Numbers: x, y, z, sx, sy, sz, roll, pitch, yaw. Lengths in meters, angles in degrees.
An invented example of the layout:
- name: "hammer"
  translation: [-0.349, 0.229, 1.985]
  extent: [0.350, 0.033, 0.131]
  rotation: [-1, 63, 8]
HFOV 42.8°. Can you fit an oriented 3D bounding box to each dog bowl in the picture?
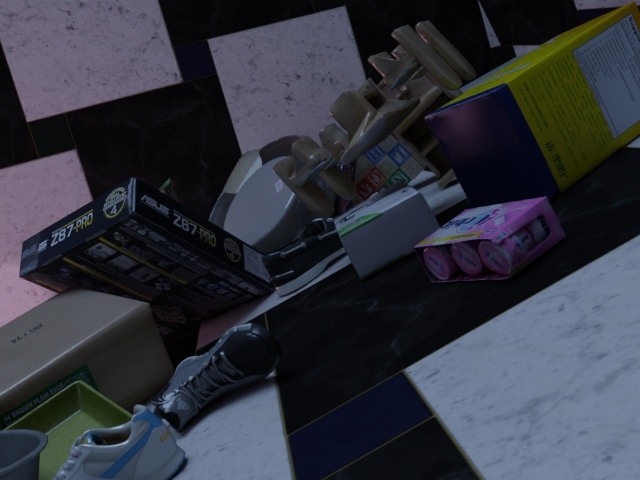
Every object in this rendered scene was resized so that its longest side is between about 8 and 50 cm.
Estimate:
- name: "dog bowl"
  translation: [-0.110, -0.069, 1.856]
  extent: [0.349, 0.102, 0.349]
  rotation: [-32, 39, 30]

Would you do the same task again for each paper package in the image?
- name: "paper package"
  translation: [-0.464, 0.233, 1.405]
  extent: [0.325, 0.168, 0.309]
  rotation: [-34, 24, -36]

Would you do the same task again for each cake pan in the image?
- name: "cake pan"
  translation: [-0.478, 0.304, 0.995]
  extent: [0.293, 0.054, 0.293]
  rotation: [-11, 4, 1]

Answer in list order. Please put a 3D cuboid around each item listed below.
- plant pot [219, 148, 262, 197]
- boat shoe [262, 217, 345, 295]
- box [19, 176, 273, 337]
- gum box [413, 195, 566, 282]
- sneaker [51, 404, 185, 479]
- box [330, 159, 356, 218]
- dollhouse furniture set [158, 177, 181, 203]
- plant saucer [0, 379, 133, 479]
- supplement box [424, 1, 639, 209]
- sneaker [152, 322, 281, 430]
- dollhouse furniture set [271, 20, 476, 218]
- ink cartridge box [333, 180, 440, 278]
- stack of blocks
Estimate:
- name: "plant pot"
  translation: [-0.173, -0.050, 2.113]
  extent: [0.256, 0.256, 0.274]
  rotation: [-18, 31, 48]
- name: "boat shoe"
  translation: [0.000, 0.000, 1.671]
  extent: [0.114, 0.091, 0.302]
  rotation: [-20, 13, 42]
- name: "box"
  translation: [-0.336, 0.054, 1.629]
  extent: [0.318, 0.395, 0.097]
  rotation: [-27, 53, 27]
- name: "gum box"
  translation: [0.224, 0.001, 1.088]
  extent: [0.107, 0.062, 0.188]
  rotation: [-33, 10, -24]
- name: "sneaker"
  translation: [-0.283, 0.286, 0.990]
  extent: [0.228, 0.092, 0.087]
  rotation: [-31, 11, -4]
- name: "box"
  translation: [0.010, -0.104, 1.895]
  extent: [0.159, 0.044, 0.233]
  rotation: [-20, 57, 48]
- name: "dollhouse furniture set"
  translation: [-0.382, 0.019, 2.050]
  extent: [0.151, 0.301, 0.197]
  rotation: [-26, 12, 2]
- name: "plant saucer"
  translation: [-0.370, 0.299, 1.166]
  extent: [0.188, 0.045, 0.188]
  rotation: [18, 42, 42]
- name: "supplement box"
  translation: [0.390, -0.219, 1.367]
  extent: [0.356, 0.194, 0.195]
  rotation: [-33, 10, -25]
- name: "sneaker"
  translation: [-0.154, 0.203, 1.125]
  extent: [0.228, 0.086, 0.132]
  rotation: [-34, 8, 41]
- name: "dollhouse furniture set"
  translation: [0.173, -0.211, 1.602]
  extent: [0.362, 0.256, 0.394]
  rotation: [-45, -3, 29]
- name: "ink cartridge box"
  translation: [0.113, -0.024, 1.462]
  extent: [0.160, 0.092, 0.219]
  rotation: [-29, 10, 2]
- name: "stack of blocks"
  translation: [0.131, -0.177, 1.972]
  extent: [0.297, 0.171, 0.087]
  rotation: [-45, 0, 30]
